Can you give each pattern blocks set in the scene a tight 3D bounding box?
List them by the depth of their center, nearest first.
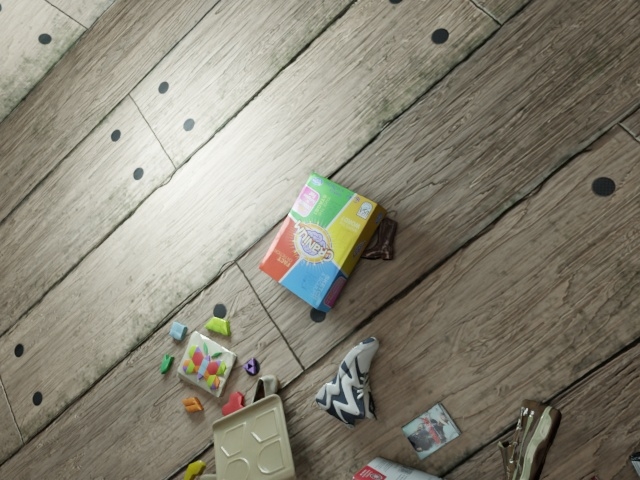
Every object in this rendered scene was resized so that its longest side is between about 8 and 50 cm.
[{"bbox_3d":[-0.336,0.369,1.466,0.325,0.026,0.285,6,81,24],"label":"pattern blocks set"}]

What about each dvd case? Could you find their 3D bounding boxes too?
[{"bbox_3d":[0.267,0.461,1.204,0.119,0.013,0.087,-38,68,11],"label":"dvd case"}]

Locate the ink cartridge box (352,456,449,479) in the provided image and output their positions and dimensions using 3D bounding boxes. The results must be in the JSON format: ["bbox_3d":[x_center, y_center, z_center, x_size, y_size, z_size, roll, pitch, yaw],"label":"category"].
[{"bbox_3d":[0.217,0.595,1.096,0.273,0.197,0.114,8,84,24],"label":"ink cartridge box"}]

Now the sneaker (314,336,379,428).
[{"bbox_3d":[0.107,0.370,1.246,0.153,0.094,0.235,41,96,23],"label":"sneaker"}]

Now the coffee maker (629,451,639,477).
[{"bbox_3d":[0.718,0.493,0.954,0.171,0.120,0.178,-16,72,18],"label":"coffee maker"}]

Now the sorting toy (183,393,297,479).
[{"bbox_3d":[-0.213,0.558,1.270,0.307,0.041,0.229,-27,47,8],"label":"sorting toy"}]

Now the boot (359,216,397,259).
[{"bbox_3d":[0.151,-0.006,1.336,0.107,0.037,0.114,3,79,20],"label":"boot"}]

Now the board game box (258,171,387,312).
[{"bbox_3d":[0.000,0.000,1.361,0.242,0.064,0.316,30,92,34],"label":"board game box"}]

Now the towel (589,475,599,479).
[{"bbox_3d":[0.545,0.694,1.031,0.329,0.037,0.237,-46,64,6],"label":"towel"}]

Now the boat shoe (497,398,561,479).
[{"bbox_3d":[0.439,0.476,1.097,0.095,0.095,0.257,21,82,39],"label":"boat shoe"}]

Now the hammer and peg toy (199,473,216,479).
[{"bbox_3d":[-0.151,0.727,1.263,0.362,0.127,0.265,-10,74,20],"label":"hammer and peg toy"}]

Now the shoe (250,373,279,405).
[{"bbox_3d":[-0.171,0.475,1.358,0.077,0.058,0.218,10,83,24],"label":"shoe"}]
